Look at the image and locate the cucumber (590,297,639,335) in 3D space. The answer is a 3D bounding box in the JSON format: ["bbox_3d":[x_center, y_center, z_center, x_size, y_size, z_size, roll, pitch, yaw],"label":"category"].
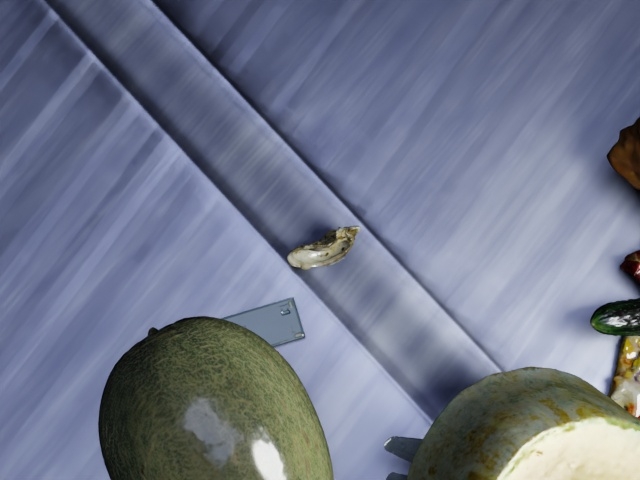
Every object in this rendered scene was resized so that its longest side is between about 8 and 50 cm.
[{"bbox_3d":[0.429,0.093,1.720,0.215,0.058,0.052,-5,89,-16],"label":"cucumber"}]

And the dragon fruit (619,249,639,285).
[{"bbox_3d":[0.452,0.020,1.769,0.131,0.063,0.097,-39,116,-3],"label":"dragon fruit"}]

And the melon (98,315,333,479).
[{"bbox_3d":[-0.120,0.245,1.610,0.248,0.248,0.329,-29,80,-7],"label":"melon"}]

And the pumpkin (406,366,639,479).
[{"bbox_3d":[0.281,0.317,1.554,0.332,0.199,0.332,-1,93,-21],"label":"pumpkin"}]

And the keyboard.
[{"bbox_3d":[-0.111,0.122,1.758,0.176,0.014,0.055,-17,76,-4],"label":"keyboard"}]

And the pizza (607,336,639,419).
[{"bbox_3d":[0.429,0.170,1.730,0.185,0.036,0.176,-3,75,-1],"label":"pizza"}]

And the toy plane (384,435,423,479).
[{"bbox_3d":[0.219,0.283,1.674,0.267,0.088,0.212,-27,99,-9],"label":"toy plane"}]

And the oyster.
[{"bbox_3d":[0.000,0.000,1.765,0.083,0.080,0.038,6,46,-31],"label":"oyster"}]

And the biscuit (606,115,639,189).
[{"bbox_3d":[0.607,-0.124,1.720,0.395,0.166,0.342,-41,76,-19],"label":"biscuit"}]
